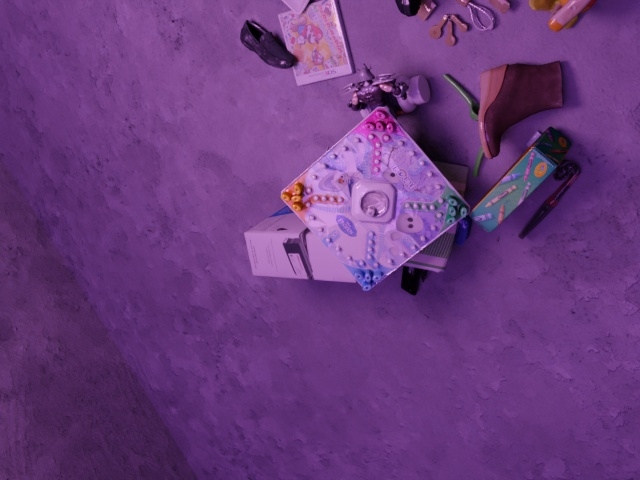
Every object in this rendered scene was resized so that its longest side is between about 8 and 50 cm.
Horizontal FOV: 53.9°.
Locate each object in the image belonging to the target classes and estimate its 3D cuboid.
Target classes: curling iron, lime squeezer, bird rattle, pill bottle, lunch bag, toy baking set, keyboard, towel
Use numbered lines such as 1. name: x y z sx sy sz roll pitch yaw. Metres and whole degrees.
1. curling iron: 0.633 -0.113 1.763 0.068 0.035 0.274 36 127 18
2. lime squeezer: 0.438 -0.332 1.775 0.110 0.059 0.310 10 125 63
3. bird rattle: 0.611 -0.578 1.448 0.143 0.206 0.253 40 140 -14
4. pill bottle: 0.214 -0.415 1.828 0.194 0.108 0.108 -9 108 36
5. lunch bag: 0.418 -0.034 1.918 0.067 0.065 0.098 17 121 25
6. toy baking set: 0.369 -0.633 1.674 0.256 0.030 0.196 -12 113 42
7. keyboard: 0.318 0.094 2.077 0.100 0.038 0.191 35 132 43
8. towel: 0.289 -0.080 1.882 0.248 0.038 0.324 11 95 5

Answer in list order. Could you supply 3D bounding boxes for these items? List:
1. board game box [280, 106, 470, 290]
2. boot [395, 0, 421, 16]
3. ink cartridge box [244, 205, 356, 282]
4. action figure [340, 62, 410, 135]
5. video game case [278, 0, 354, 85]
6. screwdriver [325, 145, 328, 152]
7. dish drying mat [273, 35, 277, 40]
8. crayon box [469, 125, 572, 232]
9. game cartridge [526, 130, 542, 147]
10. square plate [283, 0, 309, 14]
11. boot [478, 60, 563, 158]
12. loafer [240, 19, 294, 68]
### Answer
1. board game box: 0.149 -0.103 1.762 0.390 0.050 0.390 -39 99 18
2. boot: 0.162 -0.713 1.696 0.207 0.094 0.246 0 93 30
3. ink cartridge box: 0.000 0.000 2.059 0.395 0.285 0.166 2 113 31
4. action figure: 0.168 -0.362 1.758 0.185 0.099 0.284 -4 123 41
5. video game case: -0.014 -0.605 1.929 0.207 0.026 0.226 -4 111 33
6. screwdriver: 0.002 -0.237 2.106 0.024 0.025 0.169 27 126 18
7. dish drying mat: -0.142 -0.611 2.019 0.032 0.008 0.083 -11 106 37
8. crayon box: 0.537 -0.161 1.700 0.081 0.165 0.278 42 133 6
9. game cartridge: 0.608 -0.254 1.720 0.083 0.017 0.056 41 132 9
10. square plate: -0.088 -0.900 1.811 0.347 0.049 0.344 45 129 6
11. boot: 0.524 -0.341 1.647 0.207 0.090 0.248 1 94 24
12. loafer: -0.169 -0.614 1.975 0.223 0.076 0.078 40 142 22
